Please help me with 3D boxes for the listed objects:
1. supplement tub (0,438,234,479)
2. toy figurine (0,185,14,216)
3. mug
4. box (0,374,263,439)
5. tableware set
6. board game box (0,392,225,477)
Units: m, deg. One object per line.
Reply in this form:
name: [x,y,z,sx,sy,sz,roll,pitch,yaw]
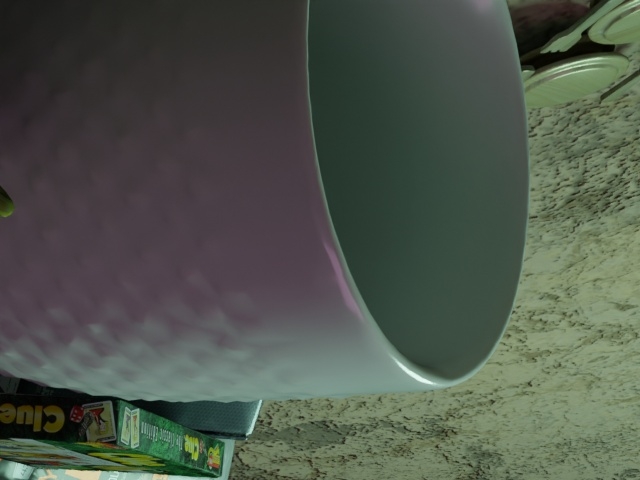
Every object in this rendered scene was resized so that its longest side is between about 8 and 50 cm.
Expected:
supplement tub: [-0.253,0.148,1.436,0.338,0.207,0.207,16,148,-41]
toy figurine: [-0.245,-0.180,0.681,0.363,0.217,0.191,23,-179,-23]
mug: [-0.108,-0.082,0.914,0.328,0.276,0.374,-5,136,27]
box: [-0.099,0.014,1.184,0.183,0.059,0.232,10,108,-34]
tableware set: [0.178,-0.134,1.118,0.128,0.039,0.194,-8,165,-28]
board game box: [-0.152,0.121,1.088,0.136,0.030,0.259,-1,168,10]
